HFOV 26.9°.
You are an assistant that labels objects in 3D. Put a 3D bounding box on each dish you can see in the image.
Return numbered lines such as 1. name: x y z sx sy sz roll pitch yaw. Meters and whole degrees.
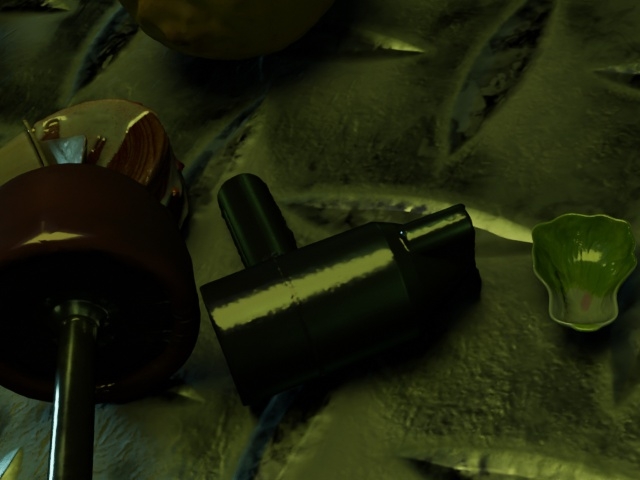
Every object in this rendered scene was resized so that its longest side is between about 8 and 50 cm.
1. dish: 0.231 0.037 1.170 0.091 0.039 0.137 -1 47 11

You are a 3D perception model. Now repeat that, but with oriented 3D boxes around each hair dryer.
1. hair dryer: 0.000 0.000 1.249 0.244 0.116 0.302 -21 37 -6

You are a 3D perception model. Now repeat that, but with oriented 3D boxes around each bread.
1. bread: -0.242 -0.049 1.339 0.212 0.142 0.224 -29 44 -6

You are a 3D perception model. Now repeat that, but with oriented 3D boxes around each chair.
1. chair: -0.198 0.145 1.072 0.226 0.226 0.401 -13 45 6

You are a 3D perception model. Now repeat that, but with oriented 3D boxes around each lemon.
1. lemon: -0.100 -0.347 1.489 0.297 0.297 0.297 -10 44 10
